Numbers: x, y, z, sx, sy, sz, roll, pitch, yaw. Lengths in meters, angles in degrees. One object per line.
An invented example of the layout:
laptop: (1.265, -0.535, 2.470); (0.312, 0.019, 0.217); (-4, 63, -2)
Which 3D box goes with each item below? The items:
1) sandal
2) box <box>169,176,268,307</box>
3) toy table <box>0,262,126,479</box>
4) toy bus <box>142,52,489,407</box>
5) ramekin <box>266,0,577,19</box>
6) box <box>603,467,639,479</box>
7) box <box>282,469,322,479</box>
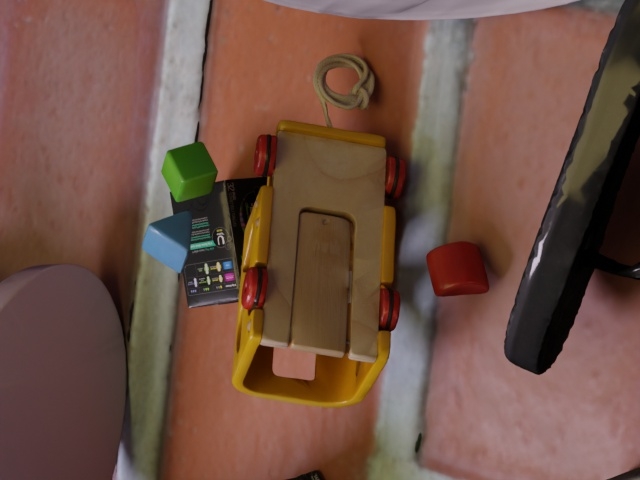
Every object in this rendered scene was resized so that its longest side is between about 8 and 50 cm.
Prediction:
sandal: (0.220, -0.102, 1.017); (0.107, 0.167, 0.446); (28, 111, 12)
box: (-0.061, 0.001, 1.285); (0.052, 0.062, 0.083); (-10, 89, 35)
toy table: (-0.266, 0.145, 1.349); (0.161, 0.274, 0.252); (-2, 138, 34)
toy bus: (-0.006, 0.009, 1.216); (0.191, 0.202, 0.104); (49, 151, 14)
ramekin: (0.061, -0.221, 1.059); (0.273, 0.273, 0.127); (-6, 78, 36)
box: (0.274, 0.237, 1.025); (0.231, 0.127, 0.262); (-22, 81, 35)
box: (-0.087, 0.295, 1.285); (0.247, 0.142, 0.163); (-38, 72, 33)
